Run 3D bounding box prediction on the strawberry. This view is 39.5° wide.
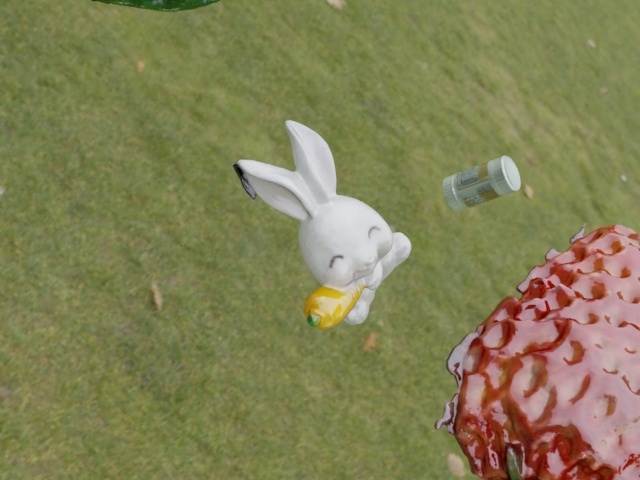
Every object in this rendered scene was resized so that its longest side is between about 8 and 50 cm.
[{"bbox_3d":[0.251,0.131,0.681,0.280,0.150,0.253,-39,101,-38],"label":"strawberry"}]

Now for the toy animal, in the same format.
[{"bbox_3d":[0.000,0.000,0.769,0.127,0.131,0.181,35,-11,29],"label":"toy animal"}]

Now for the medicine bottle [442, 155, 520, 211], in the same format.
[{"bbox_3d":[0.193,-0.068,1.073,0.047,0.083,0.047,31,49,-44],"label":"medicine bottle"}]

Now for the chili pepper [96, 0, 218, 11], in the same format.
[{"bbox_3d":[-0.224,-0.361,1.211,0.061,0.224,0.098,-62,152,-82],"label":"chili pepper"}]
